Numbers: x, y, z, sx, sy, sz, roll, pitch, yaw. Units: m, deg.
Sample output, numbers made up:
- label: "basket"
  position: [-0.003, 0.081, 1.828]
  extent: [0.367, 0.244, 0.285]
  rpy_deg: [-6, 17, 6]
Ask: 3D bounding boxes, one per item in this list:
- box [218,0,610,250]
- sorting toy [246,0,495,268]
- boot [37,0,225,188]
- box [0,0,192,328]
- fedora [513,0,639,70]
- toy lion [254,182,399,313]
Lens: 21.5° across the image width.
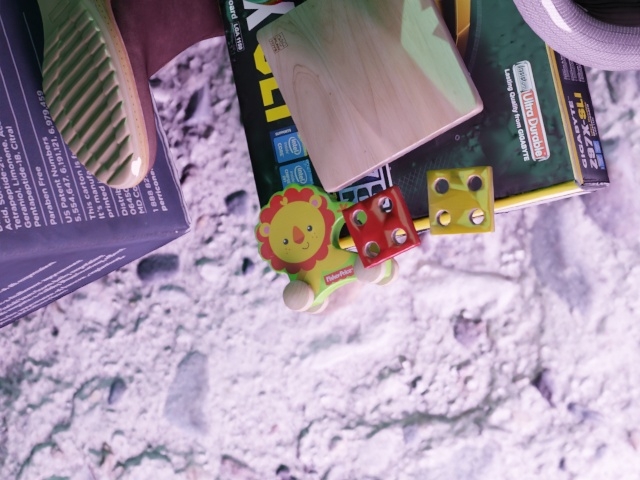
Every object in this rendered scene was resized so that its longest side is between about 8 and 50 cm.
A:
- label: "box"
  position: [0.056, -0.164, 1.275]
  extent: [0.257, 0.079, 0.322]
  rpy_deg: [-13, 85, 28]
- label: "sorting toy"
  position: [0.044, -0.113, 1.213]
  extent: [0.132, 0.046, 0.274]
  rpy_deg: [-29, 78, 24]
- label: "boot"
  position: [-0.119, -0.163, 1.285]
  extent: [0.090, 0.207, 0.248]
  rpy_deg: [-29, 75, 41]
- label: "box"
  position: [-0.354, -0.037, 1.269]
  extent: [0.294, 0.395, 0.212]
  rpy_deg: [-25, 80, 40]
- label: "fedora"
  position: [0.205, -0.244, 1.132]
  extent: [0.124, 0.275, 0.243]
  rpy_deg: [35, 134, 49]
- label: "toy lion"
  position: [0.000, 0.000, 1.251]
  extent: [0.100, 0.034, 0.096]
  rpy_deg: [-22, 75, 25]
